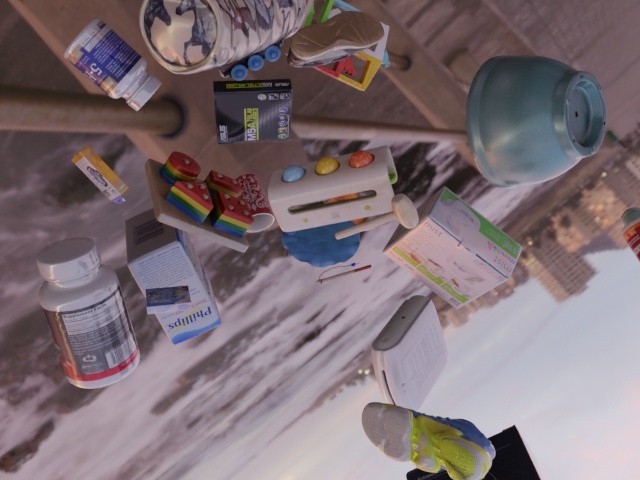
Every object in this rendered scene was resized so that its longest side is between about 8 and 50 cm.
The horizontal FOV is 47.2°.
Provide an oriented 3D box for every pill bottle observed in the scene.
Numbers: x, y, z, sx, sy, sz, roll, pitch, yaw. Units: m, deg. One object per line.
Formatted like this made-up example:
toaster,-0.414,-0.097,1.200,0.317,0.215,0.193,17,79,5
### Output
pill bottle,-0.436,-0.368,1.553,0.112,0.187,0.112,-42,-160,19
pill bottle,0.724,0.023,1.577,0.086,0.152,0.086,-19,153,-10
pill bottle,-0.533,0.161,1.669,0.176,0.176,0.318,-32,124,-40

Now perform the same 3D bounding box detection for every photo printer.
photo printer,0.263,0.347,2.175,0.107,0.255,0.307,-3,-153,35

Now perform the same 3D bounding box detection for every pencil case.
pencil case,-0.172,-0.439,1.395,0.410,0.160,0.183,-47,135,-56

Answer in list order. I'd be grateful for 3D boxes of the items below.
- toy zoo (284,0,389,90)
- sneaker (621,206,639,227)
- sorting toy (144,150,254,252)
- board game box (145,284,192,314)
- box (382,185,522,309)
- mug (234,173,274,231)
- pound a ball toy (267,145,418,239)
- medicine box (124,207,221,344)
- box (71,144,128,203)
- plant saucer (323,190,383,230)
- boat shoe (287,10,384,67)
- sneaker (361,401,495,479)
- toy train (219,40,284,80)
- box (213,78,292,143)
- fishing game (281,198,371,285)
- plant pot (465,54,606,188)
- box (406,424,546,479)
toy zoo,0.066,-0.534,1.987,0.030,0.293,0.192,26,-85,63
sneaker,0.908,0.008,1.882,0.151,0.256,0.094,-73,180,-59
sorting toy,-0.303,-0.115,1.880,0.256,0.257,0.089,22,117,-34
board game box,-0.316,0.122,1.523,0.090,0.020,0.090,-5,-158,-14
box,0.336,0.025,1.891,0.126,0.262,0.231,-57,-174,-36
mug,-0.235,-0.118,2.446,0.113,0.169,0.150,-4,151,-26
pound a ball toy,0.047,-0.108,1.605,0.319,0.135,0.208,-11,-145,16
medicine box,-0.407,0.086,2.010,0.149,0.289,0.263,-24,-149,-4
box,-0.462,-0.136,1.553,0.028,0.136,0.081,-52,-160,-25
plant saucer,0.079,-0.100,2.021,0.036,0.199,0.198,-47,176,-38
boat shoe,0.034,-0.502,1.849,0.285,0.102,0.092,-26,176,-31
sneaker,0.191,0.341,1.266,0.126,0.240,0.091,2,106,-53
toy train,-0.183,-0.483,1.843,0.184,0.080,0.105,-30,130,-1
box,-0.163,-0.310,1.771,0.184,0.045,0.190,-5,149,-8
fishing game,0.000,0.000,1.725,0.189,0.264,0.041,-16,139,-19
plant pot,0.473,-0.258,1.546,0.293,0.292,0.196,-33,-158,-36
box,0.413,0.683,1.672,0.294,0.395,0.212,-27,136,11
